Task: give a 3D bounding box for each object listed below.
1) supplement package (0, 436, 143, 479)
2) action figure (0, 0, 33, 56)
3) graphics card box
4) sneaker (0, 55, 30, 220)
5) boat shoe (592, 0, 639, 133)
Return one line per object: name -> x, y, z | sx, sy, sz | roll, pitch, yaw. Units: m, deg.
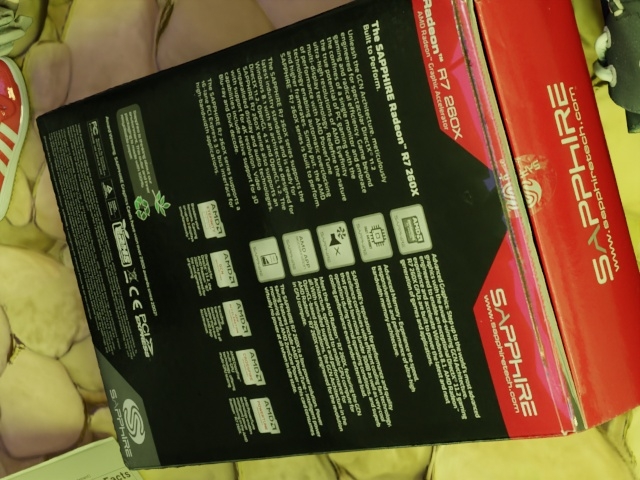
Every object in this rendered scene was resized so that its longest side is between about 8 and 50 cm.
supplement package -> -0.226, 0.279, 1.165 | 0.262, 0.204, 0.145 | -46, 74, 30
action figure -> -0.274, -0.160, 1.187 | 0.285, 0.099, 0.185 | -51, 57, 24
graphics card box -> 0.000, 0.000, 0.985 | 0.371, 0.094, 0.233 | -14, 92, 47
sneaker -> -0.233, -0.063, 1.193 | 0.042, 0.067, 0.118 | 19, 108, 30
boat shoe -> 0.187, -0.080, 0.885 | 0.091, 0.114, 0.302 | -44, 73, 25
